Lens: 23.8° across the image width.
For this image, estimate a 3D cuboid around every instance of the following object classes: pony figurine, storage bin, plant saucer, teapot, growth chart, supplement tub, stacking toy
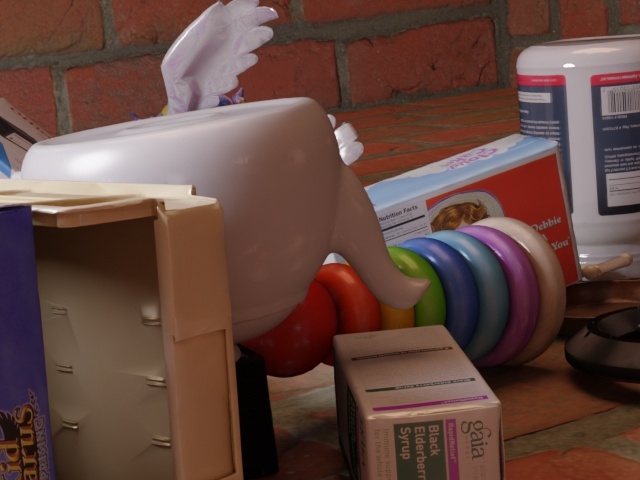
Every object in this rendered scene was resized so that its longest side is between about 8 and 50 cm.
[{"bbox_3d":[-0.160,-0.147,2.190,0.351,0.303,0.363,-38,11,-3],"label":"pony figurine"},{"bbox_3d":[-0.178,0.098,0.968,0.260,0.262,0.123,4,11,42],"label":"storage bin"},{"bbox_3d":[0.295,0.071,1.548,0.168,0.029,0.168,-4,10,1],"label":"plant saucer"},{"bbox_3d":[-0.098,0.003,1.118,0.252,0.187,0.256,-17,12,-43],"label":"teapot"},{"bbox_3d":[0.220,0.044,1.684,0.237,0.021,0.172,-9,1,19],"label":"growth chart"},{"bbox_3d":[0.334,-0.102,1.801,0.191,0.272,0.191,-5,10,1],"label":"supplement tub"},{"bbox_3d":[0.063,0.058,1.317,0.330,0.141,0.141,-6,8,-43],"label":"stacking toy"}]

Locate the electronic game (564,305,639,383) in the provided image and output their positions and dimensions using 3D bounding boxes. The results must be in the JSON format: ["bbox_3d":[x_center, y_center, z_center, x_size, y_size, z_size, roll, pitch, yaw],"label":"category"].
[{"bbox_3d":[0.331,0.093,1.345,0.229,0.048,0.229,-5,8,1],"label":"electronic game"}]

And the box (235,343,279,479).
[{"bbox_3d":[-0.170,0.131,1.245,0.184,0.103,0.261,-12,12,-22],"label":"box"}]

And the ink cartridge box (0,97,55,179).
[{"bbox_3d":[-0.439,-0.077,2.154,0.223,0.129,0.307,38,10,-4],"label":"ink cartridge box"}]

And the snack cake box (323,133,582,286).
[{"bbox_3d":[0.119,0.006,1.512,0.264,0.152,0.089,-20,18,-19],"label":"snack cake box"}]

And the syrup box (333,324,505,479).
[{"bbox_3d":[0.067,0.135,1.108,0.096,0.093,0.237,-5,10,-3],"label":"syrup box"}]

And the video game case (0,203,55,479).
[{"bbox_3d":[-0.266,0.110,0.908,0.244,0.270,0.061,3,10,35],"label":"video game case"}]
